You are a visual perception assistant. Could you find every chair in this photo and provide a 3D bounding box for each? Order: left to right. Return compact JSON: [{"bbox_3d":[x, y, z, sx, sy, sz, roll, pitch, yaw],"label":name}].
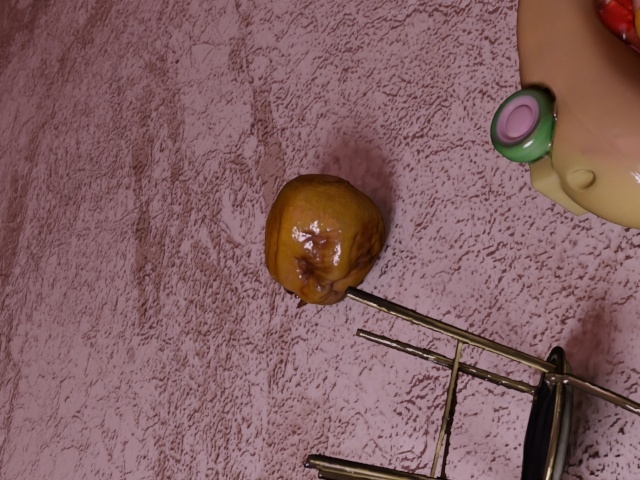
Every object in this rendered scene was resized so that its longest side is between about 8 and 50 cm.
[{"bbox_3d":[0.162,0.147,0.783,0.326,0.170,0.159,11,73,8],"label":"chair"}]

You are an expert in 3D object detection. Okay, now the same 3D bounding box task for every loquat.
[{"bbox_3d":[0.000,0.000,1.061,0.137,0.113,0.137,-4,85,48],"label":"loquat"}]

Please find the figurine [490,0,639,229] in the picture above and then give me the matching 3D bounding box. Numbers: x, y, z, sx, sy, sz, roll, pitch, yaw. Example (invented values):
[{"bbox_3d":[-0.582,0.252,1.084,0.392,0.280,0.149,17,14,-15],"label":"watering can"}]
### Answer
[{"bbox_3d":[0.248,-0.155,0.829,0.222,0.124,0.324,-27,50,40],"label":"figurine"}]
